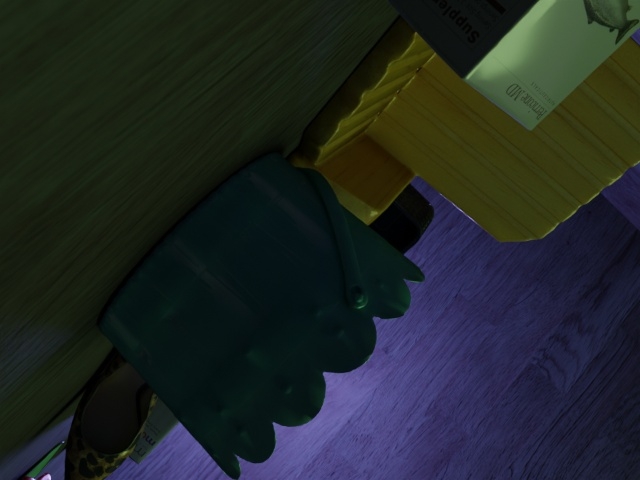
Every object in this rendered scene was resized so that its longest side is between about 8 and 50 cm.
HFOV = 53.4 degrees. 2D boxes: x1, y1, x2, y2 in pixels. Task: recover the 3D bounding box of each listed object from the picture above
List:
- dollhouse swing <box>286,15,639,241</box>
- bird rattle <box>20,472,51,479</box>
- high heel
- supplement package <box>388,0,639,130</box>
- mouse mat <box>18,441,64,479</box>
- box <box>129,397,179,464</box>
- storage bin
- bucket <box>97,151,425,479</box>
[{"bbox_3d":[0.210,-0.124,0.712,0.347,0.305,0.315,-45,180,30],"label":"dollhouse swing"},{"bbox_3d":[-0.516,0.500,1.009,0.253,0.143,0.207,-49,161,17],"label":"bird rattle"},{"bbox_3d":[-0.250,0.208,0.774,0.261,0.093,0.186,-62,-171,-12],"label":"high heel"},{"bbox_3d":[0.131,-0.168,0.340,0.179,0.105,0.105,-46,150,23],"label":"supplement package"},{"bbox_3d":[-0.538,0.438,1.106,0.152,0.007,0.189,-47,179,33],"label":"mouse mat"},{"bbox_3d":[-0.235,0.210,1.093,0.231,0.127,0.262,-48,180,16],"label":"box"},{"bbox_3d":[0.059,-0.050,0.913,0.122,0.180,0.084,-46,180,31],"label":"storage bin"},{"bbox_3d":[-0.057,0.061,0.612,0.281,0.183,0.281,-45,180,0],"label":"bucket"}]
